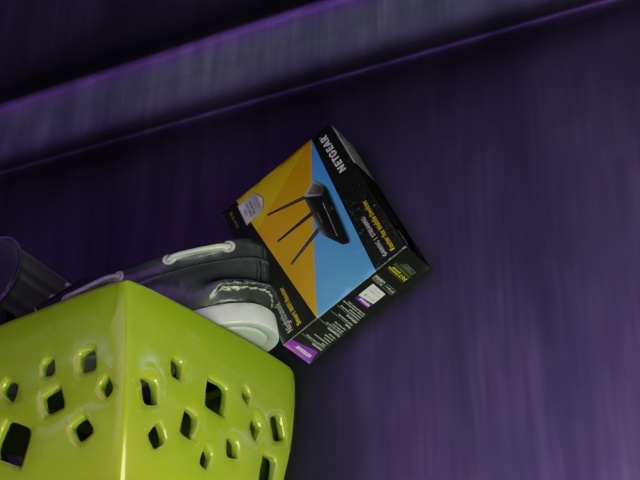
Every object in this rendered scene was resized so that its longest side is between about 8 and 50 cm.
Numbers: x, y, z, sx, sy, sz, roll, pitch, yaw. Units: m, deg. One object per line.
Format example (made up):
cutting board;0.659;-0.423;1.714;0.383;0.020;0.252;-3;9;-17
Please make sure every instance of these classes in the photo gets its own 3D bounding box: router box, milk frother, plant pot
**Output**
router box;0.000;0.000;1.154;0.133;0.046;0.179;-40;44;10
milk frother;-0.237;0.062;1.237;0.143;0.135;0.129;-35;45;14
plant pot;-0.162;0.187;1.032;0.228;0.227;0.207;-22;56;26

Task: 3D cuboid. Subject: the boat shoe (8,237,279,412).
boat shoe;-0.178;0.074;1.133;0.302;0.114;0.091;-12;59;12
